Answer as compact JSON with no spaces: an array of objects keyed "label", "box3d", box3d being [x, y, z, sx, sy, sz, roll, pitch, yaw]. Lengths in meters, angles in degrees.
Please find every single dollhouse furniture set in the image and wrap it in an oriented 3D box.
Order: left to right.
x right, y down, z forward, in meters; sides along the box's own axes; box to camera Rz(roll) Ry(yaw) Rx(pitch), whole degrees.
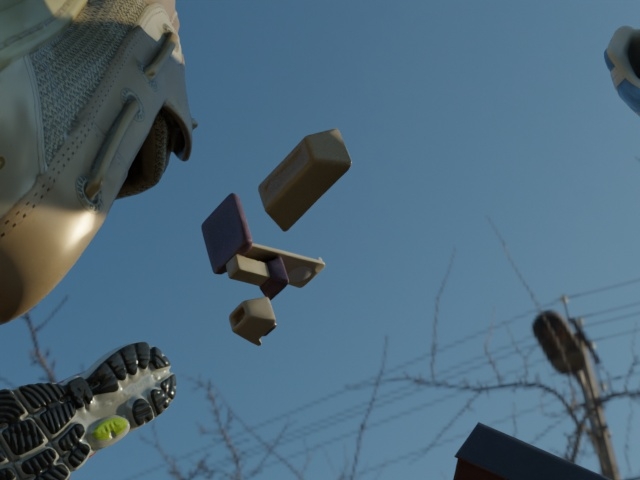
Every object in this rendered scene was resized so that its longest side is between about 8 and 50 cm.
[{"label":"dollhouse furniture set","box3d":[0.000,0.000,0.599,0.081,0.091,0.114,18,-50,-40]}]

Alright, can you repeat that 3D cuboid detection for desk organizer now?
[{"label":"desk organizer","box3d":[0.167,0.195,0.749,0.130,0.047,0.050,21,-55,24]}]

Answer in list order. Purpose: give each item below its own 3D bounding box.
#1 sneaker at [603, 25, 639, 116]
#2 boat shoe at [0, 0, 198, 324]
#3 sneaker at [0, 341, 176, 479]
[{"label":"sneaker","box3d":[0.253,-0.119,0.532,0.086,0.085,0.237,35,-26,-18]},{"label":"boat shoe","box3d":[-0.121,-0.063,0.454,0.122,0.341,0.110,-31,-74,16]},{"label":"sneaker","box3d":[-0.272,0.194,0.989,0.279,0.107,0.118,-17,-11,-43]}]
